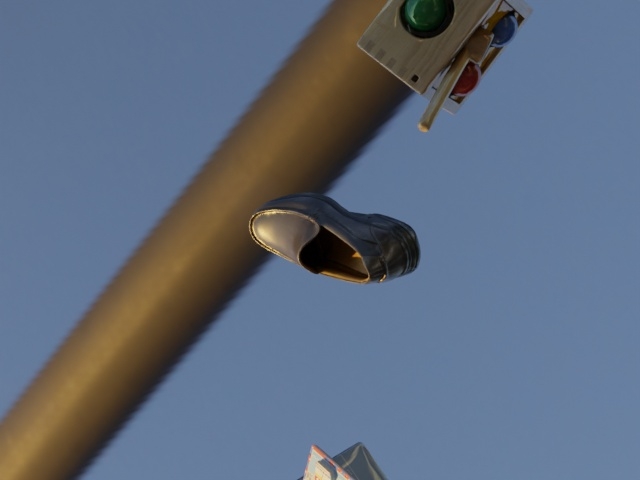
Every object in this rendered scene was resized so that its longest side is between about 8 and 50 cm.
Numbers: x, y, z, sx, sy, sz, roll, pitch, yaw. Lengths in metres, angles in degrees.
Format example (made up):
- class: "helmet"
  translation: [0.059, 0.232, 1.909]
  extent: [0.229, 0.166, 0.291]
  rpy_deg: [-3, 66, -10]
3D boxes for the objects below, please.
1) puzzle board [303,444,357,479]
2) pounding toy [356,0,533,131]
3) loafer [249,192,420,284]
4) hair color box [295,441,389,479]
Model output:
- class: "puzzle board"
  translation: [0.014, 0.244, 1.560]
  extent: [0.011, 0.128, 0.096]
  rpy_deg: [0, -69, -34]
- class: "pounding toy"
  translation: [0.103, -0.158, 1.477]
  extent: [0.130, 0.100, 0.141]
  rpy_deg: [-53, -17, 8]
- class: "loafer"
  translation: [0.000, 0.000, 1.542]
  extent: [0.061, 0.170, 0.062]
  rpy_deg: [-28, -62, -44]
- class: "hair color box"
  translation: [-0.100, 0.355, 1.783]
  extent: [0.374, 0.113, 0.185]
  rpy_deg: [-29, -14, -27]
